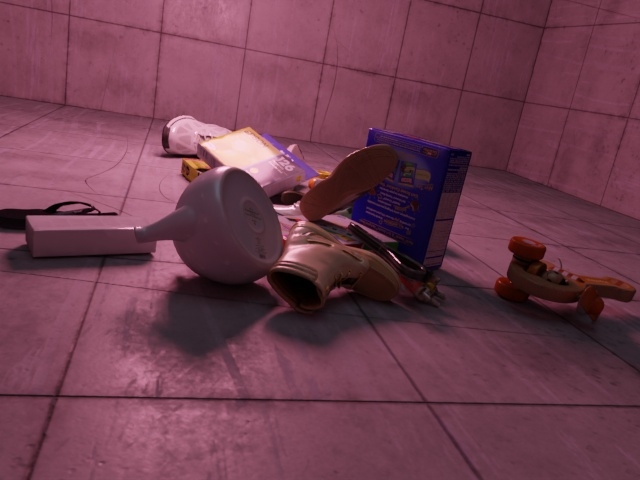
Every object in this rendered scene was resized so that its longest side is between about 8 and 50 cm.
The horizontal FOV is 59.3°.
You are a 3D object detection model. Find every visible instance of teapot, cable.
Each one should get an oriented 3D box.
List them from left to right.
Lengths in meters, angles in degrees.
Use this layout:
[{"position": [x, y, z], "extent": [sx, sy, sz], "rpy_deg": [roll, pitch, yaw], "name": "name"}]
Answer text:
[{"position": [-0.205, -0.015, 1.129], "extent": [0.187, 0.256, 0.253], "rpy_deg": [-22, 29, 23], "name": "teapot"}, {"position": [0.147, 0.048, 1.247], "extent": [0.287, 0.072, 0.139], "rpy_deg": [32, 9, 29], "name": "cable"}]

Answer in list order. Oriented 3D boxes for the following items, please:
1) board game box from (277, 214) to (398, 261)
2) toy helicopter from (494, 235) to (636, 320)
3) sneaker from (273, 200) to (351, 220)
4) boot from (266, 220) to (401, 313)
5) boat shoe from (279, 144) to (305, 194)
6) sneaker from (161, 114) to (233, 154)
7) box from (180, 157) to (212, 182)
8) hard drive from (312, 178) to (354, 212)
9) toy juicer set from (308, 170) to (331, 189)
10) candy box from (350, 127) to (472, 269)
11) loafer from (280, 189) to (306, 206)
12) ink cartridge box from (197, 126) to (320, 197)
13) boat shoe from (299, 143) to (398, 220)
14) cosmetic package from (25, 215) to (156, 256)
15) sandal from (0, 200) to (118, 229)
[{"position": [0.000, 0.000, 1.417], "extent": [0.316, 0.064, 0.242], "rpy_deg": [-3, 20, -38], "name": "board game box"}, {"position": [0.606, 0.108, 1.314], "extent": [0.354, 0.140, 0.235], "rpy_deg": [7, 18, -21], "name": "toy helicopter"}, {"position": [-0.033, -0.086, 1.640], "extent": [0.257, 0.091, 0.094], "rpy_deg": [10, 16, -3], "name": "sneaker"}, {"position": [0.032, 0.081, 1.109], "extent": [0.261, 0.095, 0.203], "rpy_deg": [32, 30, -4], "name": "boot"}, {"position": [-0.175, -0.245, 2.103], "extent": [0.158, 0.127, 0.340], "rpy_deg": [-18, 20, 23], "name": "boat shoe"}, {"position": [-0.455, -0.431, 2.415], "extent": [0.257, 0.169, 0.447], "rpy_deg": [15, 14, 23], "name": "sneaker"}, {"position": [-0.416, -0.232, 1.959], "extent": [0.087, 0.058, 0.232], "rpy_deg": [2, 18, -28], "name": "box"}, {"position": [0.145, -0.110, 1.740], "extent": [0.352, 0.047, 0.233], "rpy_deg": [10, -14, -4], "name": "hard drive"}, {"position": [0.109, -0.210, 2.160], "extent": [0.328, 0.090, 0.209], "rpy_deg": [15, 17, 15], "name": "toy juicer set"}, {"position": [0.225, -0.112, 1.486], "extent": [0.122, 0.317, 0.268], "rpy_deg": [-3, 22, -44], "name": "candy box"}, {"position": [-0.074, -0.134, 1.857], "extent": [0.148, 0.056, 0.050], "rpy_deg": [11, 12, -38], "name": "loafer"}, {"position": [-0.205, -0.275, 1.916], "extent": [0.307, 0.072, 0.303], "rpy_deg": [-30, 57, -35], "name": "ink cartridge box"}, {"position": [0.074, -0.150, 1.455], "extent": [0.103, 0.285, 0.092], "rpy_deg": [54, 13, 2], "name": "boat shoe"}, {"position": [-0.470, -0.010, 1.163], "extent": [0.238, 0.061, 0.099], "rpy_deg": [-1, 18, -35], "name": "cosmetic package"}, {"position": [-0.581, -0.057, 1.262], "extent": [0.254, 0.055, 0.097], "rpy_deg": [0, 19, -31], "name": "sandal"}]
